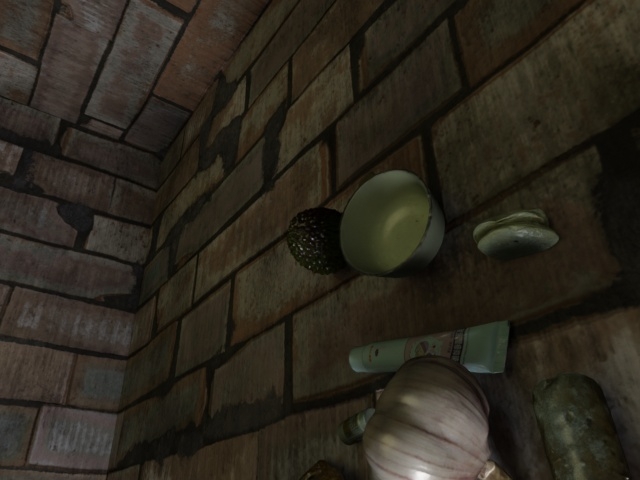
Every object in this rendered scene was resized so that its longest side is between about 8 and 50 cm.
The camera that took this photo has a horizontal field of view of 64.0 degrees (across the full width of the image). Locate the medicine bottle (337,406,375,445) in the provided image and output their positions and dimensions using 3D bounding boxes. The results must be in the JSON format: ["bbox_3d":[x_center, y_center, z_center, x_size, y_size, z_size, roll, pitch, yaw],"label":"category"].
[{"bbox_3d":[0.073,0.349,0.961,0.083,0.047,0.047,-45,39,37],"label":"medicine bottle"}]

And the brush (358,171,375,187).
[{"bbox_3d":[0.142,-0.065,1.098,0.062,0.027,0.266,-48,37,18],"label":"brush"}]

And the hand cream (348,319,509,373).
[{"bbox_3d":[0.177,0.196,0.882,0.331,0.058,0.085,-18,41,48],"label":"hand cream"}]

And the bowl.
[{"bbox_3d":[0.145,-0.017,0.964,0.211,0.112,0.212,-22,55,35],"label":"bowl"}]

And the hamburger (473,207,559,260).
[{"bbox_3d":[0.286,-0.009,0.784,0.121,0.084,0.054,-31,50,49],"label":"hamburger"}]

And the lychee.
[{"bbox_3d":[0.000,0.000,1.157,0.171,0.171,0.171,-34,47,45],"label":"lychee"}]

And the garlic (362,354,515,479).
[{"bbox_3d":[0.184,0.297,0.706,0.253,0.245,0.245,21,92,23],"label":"garlic"}]

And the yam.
[{"bbox_3d":[0.310,0.287,0.579,0.093,0.093,0.260,-38,43,43],"label":"yam"}]

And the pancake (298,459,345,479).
[{"bbox_3d":[-0.072,0.574,0.909,0.387,0.082,0.387,-52,1,2],"label":"pancake"}]
